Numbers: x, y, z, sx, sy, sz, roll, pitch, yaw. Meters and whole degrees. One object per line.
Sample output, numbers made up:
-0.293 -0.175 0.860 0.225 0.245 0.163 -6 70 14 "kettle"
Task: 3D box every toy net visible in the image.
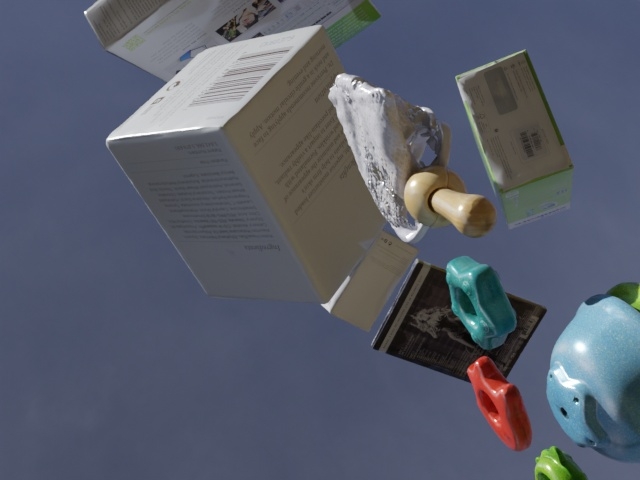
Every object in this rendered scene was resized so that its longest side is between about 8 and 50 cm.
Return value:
0.074 0.012 0.393 0.045 0.122 0.232 -24 -124 -12 "toy net"

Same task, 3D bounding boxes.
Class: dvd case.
0.212 0.134 1.369 0.221 0.164 0.018 20 -156 -11 "dvd case"

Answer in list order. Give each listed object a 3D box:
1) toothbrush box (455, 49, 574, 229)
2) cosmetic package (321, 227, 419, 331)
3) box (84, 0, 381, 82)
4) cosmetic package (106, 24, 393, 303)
0.324 -0.155 1.469 0.122 0.283 0.206 -20 -105 9 "toothbrush box"
0.000 0.000 0.956 0.060 0.239 0.098 26 -84 -33 "cosmetic package"
-0.078 -0.251 0.988 0.232 0.322 0.058 -33 -105 13 "box"
-0.050 -0.061 0.772 0.151 0.152 0.183 -51 -54 -35 "cosmetic package"
